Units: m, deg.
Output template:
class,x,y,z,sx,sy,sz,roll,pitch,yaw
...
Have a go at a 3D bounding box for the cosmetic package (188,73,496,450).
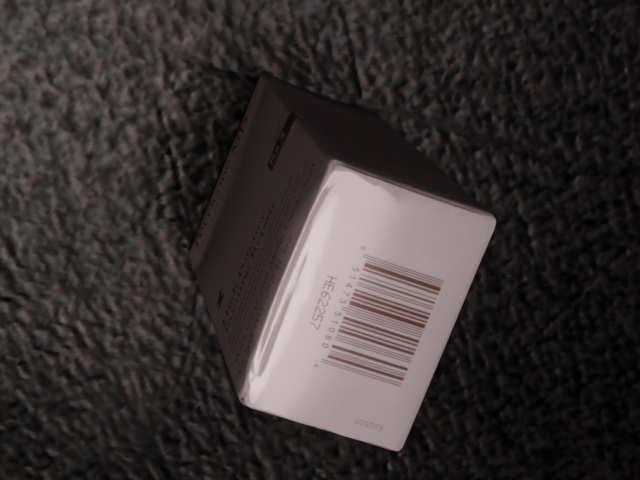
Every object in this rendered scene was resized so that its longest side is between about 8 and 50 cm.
class,x,y,z,sx,sy,sz,roll,pitch,yaw
cosmetic package,0.000,0.000,0.734,0.085,0.231,0.117,19,100,-16
